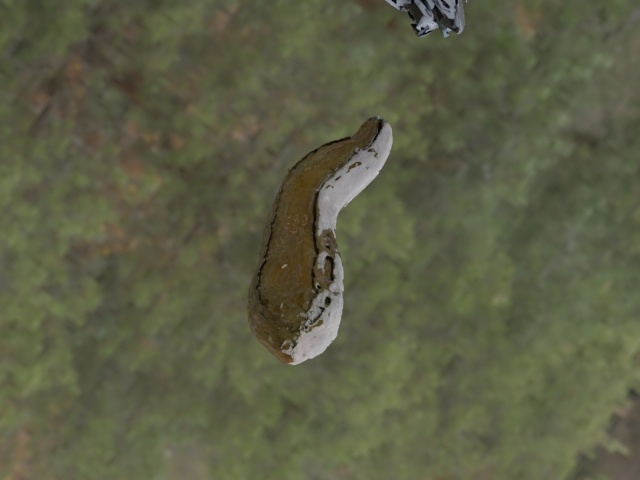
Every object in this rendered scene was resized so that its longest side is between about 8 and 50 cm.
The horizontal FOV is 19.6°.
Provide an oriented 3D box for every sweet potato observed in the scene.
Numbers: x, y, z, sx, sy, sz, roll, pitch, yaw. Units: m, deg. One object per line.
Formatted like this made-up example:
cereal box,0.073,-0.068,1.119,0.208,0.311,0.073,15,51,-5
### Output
sweet potato,-0.005,-0.002,1.404,0.062,0.081,0.233,77,24,-49

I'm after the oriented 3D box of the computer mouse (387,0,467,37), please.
computer mouse,0.037,-0.228,1.167,0.077,0.241,0.146,-36,153,17
